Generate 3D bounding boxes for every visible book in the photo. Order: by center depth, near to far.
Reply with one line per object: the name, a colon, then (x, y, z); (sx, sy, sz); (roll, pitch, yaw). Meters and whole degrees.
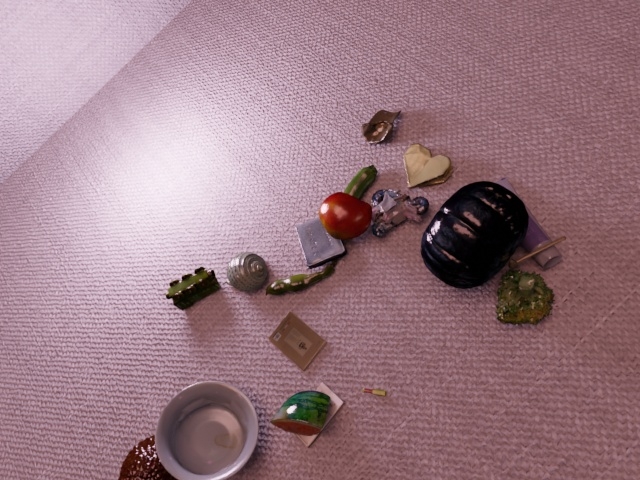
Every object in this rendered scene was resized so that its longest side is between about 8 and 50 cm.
book: (-0.088, 0.374, 1.932); (0.199, 0.016, 0.138); (36, 85, 31)

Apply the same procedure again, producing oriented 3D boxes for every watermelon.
watermelon: (-0.067, 0.571, 1.764); (0.231, 0.128, 0.146); (1, 50, 25)

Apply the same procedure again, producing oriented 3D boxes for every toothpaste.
toothpaste: (0.684, -0.069, 1.767); (0.125, 0.080, 0.371); (-28, 57, 2)

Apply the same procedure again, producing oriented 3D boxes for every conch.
conch: (-0.313, 0.123, 2.069); (0.200, 0.131, 0.172); (-12, 65, 17)

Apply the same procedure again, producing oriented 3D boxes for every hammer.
hammer: (0.689, 0.030, 1.640); (0.195, 0.060, 0.028); (-29, 62, 9)

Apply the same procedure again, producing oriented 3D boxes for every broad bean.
broad bean: (-0.072, 0.147, 2.006); (0.318, 0.056, 0.098); (-27, 42, 1)

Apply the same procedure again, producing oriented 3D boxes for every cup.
cup: (-0.389, 0.689, 1.805); (0.347, 0.163, 0.347); (3, 52, -4)

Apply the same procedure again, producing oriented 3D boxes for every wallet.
wallet: (-0.001, -0.001, 2.027); (0.167, 0.036, 0.222); (-22, 55, 5)

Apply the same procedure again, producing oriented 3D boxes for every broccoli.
broccoli: (0.633, 0.167, 1.617); (0.194, 0.194, 0.219); (38, 79, 31)

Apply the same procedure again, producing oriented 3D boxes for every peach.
peach: (0.096, -0.097, 1.939); (0.192, 0.190, 0.190); (-26, 60, 0)

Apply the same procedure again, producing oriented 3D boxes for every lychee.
lychee: (-0.594, 0.826, 1.836); (0.236, 0.236, 0.271); (-25, 36, 11)

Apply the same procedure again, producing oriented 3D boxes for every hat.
hat: (0.271, -0.471, 2.124); (0.147, 0.085, 0.175); (17, 52, 39)

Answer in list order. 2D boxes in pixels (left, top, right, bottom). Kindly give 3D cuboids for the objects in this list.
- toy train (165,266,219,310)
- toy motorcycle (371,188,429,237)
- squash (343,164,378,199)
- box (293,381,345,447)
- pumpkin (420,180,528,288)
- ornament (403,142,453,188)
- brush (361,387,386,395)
toy train: (-0.521, 0.196, 2.125); (0.225, 0.137, 0.090); (-26, 56, 6)
toy motorcycle: (0.273, -0.089, 1.933); (0.239, 0.108, 0.204); (6, 64, 52)
squash: (0.150, -0.212, 2.053); (0.077, 0.068, 0.219); (36, 84, 14)
box: (-0.016, 0.606, 1.795); (0.109, 0.029, 0.198); (37, 84, 31)
pumpkin: (0.494, -0.019, 1.657); (0.266, 0.363, 0.363); (42, 88, 19)
ornament: (0.393, -0.273, 1.990); (0.201, 0.059, 0.180); (36, 86, 33)
brush: (0.182, 0.516, 1.754); (0.083, 0.021, 0.019); (3, 71, 18)
